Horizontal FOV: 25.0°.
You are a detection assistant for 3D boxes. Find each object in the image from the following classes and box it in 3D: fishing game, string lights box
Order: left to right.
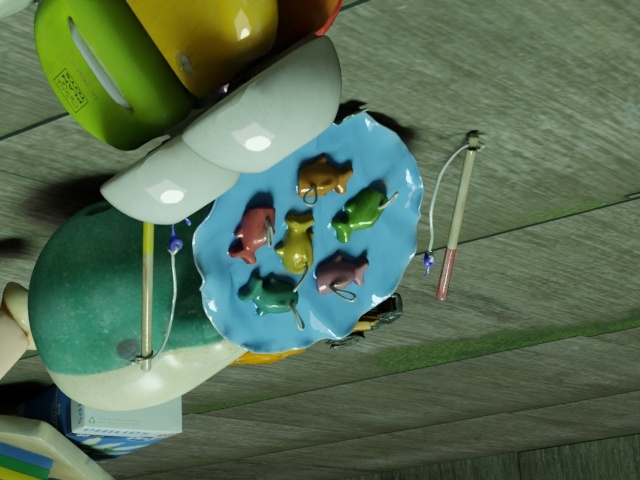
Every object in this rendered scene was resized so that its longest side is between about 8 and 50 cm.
[{"bbox_3d":[-0.291,0.230,1.874,0.133,0.077,0.259,7,161,-28],"label":"string lights box"},{"bbox_3d":[0.000,0.000,0.982,0.264,0.189,0.041,-8,-149,-31],"label":"fishing game"}]

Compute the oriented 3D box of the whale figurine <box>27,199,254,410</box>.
[{"bbox_3d":[-0.094,0.016,1.092,0.272,0.141,0.216,-24,-160,0],"label":"whale figurine"}]

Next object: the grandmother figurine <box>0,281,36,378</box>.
[{"bbox_3d":[-0.356,0.158,1.116,0.207,0.342,0.104,30,147,22],"label":"grandmother figurine"}]

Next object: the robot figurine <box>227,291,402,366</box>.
[{"bbox_3d":[-0.067,0.061,1.317,0.211,0.085,0.291,9,160,-41],"label":"robot figurine"}]

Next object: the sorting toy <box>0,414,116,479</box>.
[{"bbox_3d":[-0.412,0.312,1.876,0.255,0.089,0.257,4,151,26],"label":"sorting toy"}]

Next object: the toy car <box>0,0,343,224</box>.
[{"bbox_3d":[-0.056,-0.108,0.653,0.136,0.159,0.182,-39,-173,-36],"label":"toy car"}]
